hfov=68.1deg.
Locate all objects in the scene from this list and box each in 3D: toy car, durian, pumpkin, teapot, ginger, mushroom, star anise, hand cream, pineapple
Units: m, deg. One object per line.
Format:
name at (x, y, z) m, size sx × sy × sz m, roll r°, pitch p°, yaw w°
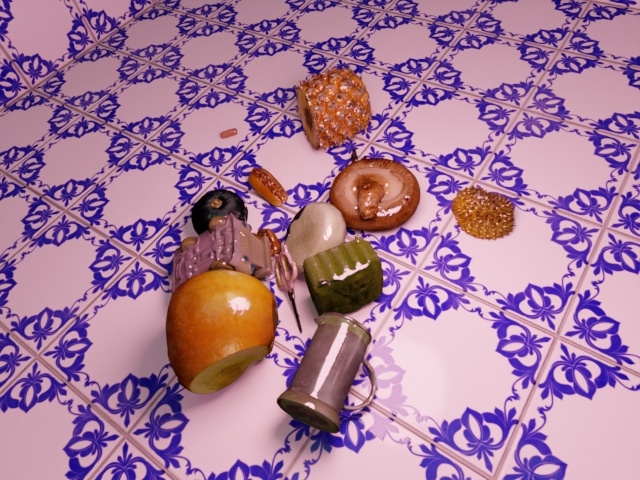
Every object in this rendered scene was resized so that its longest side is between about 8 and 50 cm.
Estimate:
toy car at (-0.365, 0.087, 1.730) m, size 0.336 × 0.226 × 0.242 m, roll -33°, pitch 48°, yaw 27°
durian at (0.613, -0.111, 1.770) m, size 0.249 × 0.138 × 0.183 m, roll 20°, pitch 51°, yaw 15°
pumpkin at (-0.405, -0.099, 1.895) m, size 0.232 × 0.163 × 0.233 m, roll -3°, pitch 53°, yaw 4°
teapot at (0.052, 0.400, 1.457) m, size 0.270 × 0.200 × 0.337 m, roll 29°, pitch 58°, yaw -2°
ginger at (-0.212, 0.004, 1.842) m, size 0.103 × 0.073 × 0.162 m, roll -27°, pitch 52°, yaw -18°
mushroom at (0.204, -0.177, 1.842) m, size 0.344 × 0.239 × 0.345 m, roll 9°, pitch 52°, yaw -11°
star anise at (0.174, -0.310, 2.026) m, size 0.156 × 0.054 × 0.212 m, roll 16°, pitch 56°, yaw 20°
hand cream at (-0.220, 0.140, 1.770) m, size 0.076 × 0.047 × 0.174 m, roll -18°, pitch 44°, yaw -3°
pineapple at (0.060, -0.578, 2.065) m, size 0.300 × 0.352 × 0.352 m, roll -23°, pitch 54°, yaw -4°

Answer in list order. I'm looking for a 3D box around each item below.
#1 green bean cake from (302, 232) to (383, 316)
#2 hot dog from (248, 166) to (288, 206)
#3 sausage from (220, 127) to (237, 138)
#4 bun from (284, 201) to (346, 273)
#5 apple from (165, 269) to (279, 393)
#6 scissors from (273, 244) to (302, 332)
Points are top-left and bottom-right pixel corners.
green bean cake at (0.082, 0.135, 1.596) m, size 0.249 × 0.247 × 0.156 m, roll -20°, pitch 53°, yaw -8°
hot dog at (-0.232, -0.239, 2.024) m, size 0.102 × 0.076 × 0.249 m, roll -35°, pitch 58°, yaw -13°
sausage at (-0.441, -0.517, 2.286) m, size 0.083 × 0.034 × 0.034 m, roll -18°, pitch 53°, yaw -3°
bun at (0.000, 0.000, 1.743) m, size 0.283 × 0.179 × 0.283 m, roll -25°, pitch 55°, yaw 42°
apple at (-0.301, 0.284, 1.498) m, size 0.373 × 0.374 × 0.384 m, roll 1°, pitch 98°, yaw 9°
scissors at (-0.107, 0.176, 1.686) m, size 0.024 × 0.160 × 0.318 m, roll -3°, pitch 66°, yaw -32°
